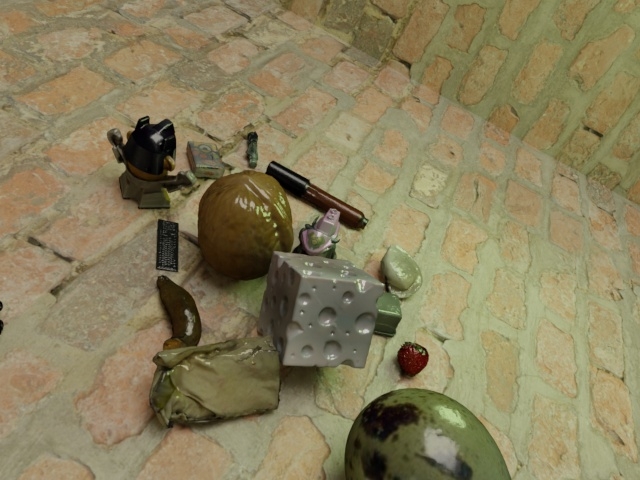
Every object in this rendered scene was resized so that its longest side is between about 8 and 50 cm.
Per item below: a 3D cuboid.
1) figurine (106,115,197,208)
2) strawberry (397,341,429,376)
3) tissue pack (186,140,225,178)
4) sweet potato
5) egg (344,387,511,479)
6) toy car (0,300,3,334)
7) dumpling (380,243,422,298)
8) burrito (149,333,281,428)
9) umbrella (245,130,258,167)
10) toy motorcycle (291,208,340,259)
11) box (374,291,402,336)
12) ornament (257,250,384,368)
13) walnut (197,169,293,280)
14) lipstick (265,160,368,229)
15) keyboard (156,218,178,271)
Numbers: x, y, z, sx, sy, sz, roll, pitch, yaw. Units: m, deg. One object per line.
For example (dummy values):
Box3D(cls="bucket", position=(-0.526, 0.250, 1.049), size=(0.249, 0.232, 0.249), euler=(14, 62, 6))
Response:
Box3D(cls="figurine", position=(-0.515, -0.233, 1.788), size=(0.308, 0.308, 0.143), euler=(20, 44, -10))
Box3D(cls="strawberry", position=(0.272, 0.352, 1.759), size=(0.106, 0.106, 0.106), euler=(16, 40, -14))
Box3D(cls="tissue pack", position=(-0.405, -0.283, 2.080), size=(0.108, 0.060, 0.148), euler=(1, 45, -28))
Box3D(cls="sweet potato", position=(-0.375, 0.192, 1.550), size=(0.112, 0.085, 0.286), euler=(-3, 47, -27))
Box3D(cls="egg", position=(0.249, 0.538, 1.333), size=(0.428, 0.345, 0.345), euler=(44, 41, 14))
Box3D(cls="toy car", position=(-0.804, 0.139, 1.354), size=(0.108, 0.089, 0.210), euler=(-15, 53, -40))
Box3D(cls="dumpling", position=(0.274, 0.108, 2.020), size=(0.150, 0.092, 0.176), euler=(11, 42, -16))
Box3D(cls="burrito", position=(-0.259, 0.328, 1.424), size=(0.331, 0.190, 0.135), euler=(0, 10, -34))
Box3D(cls="umbrella", position=(-0.262, -0.345, 2.251), size=(0.050, 0.046, 0.188), euler=(5, 47, -11))
Box3D(cls="toy motorcycle", position=(0.000, 0.000, 1.903), size=(0.143, 0.188, 0.327), euler=(24, 38, 6))
Box3D(cls="box", position=(0.172, 0.215, 1.841), size=(0.172, 0.093, 0.124), euler=(14, 40, -17))
Box3D(cls="ornament", position=(-0.007, 0.183, 1.589), size=(0.239, 0.239, 0.239), euler=(8, 11, -24))
Box3D(cls="walnut", position=(-0.217, -0.046, 1.715), size=(0.332, 0.333, 0.333), euler=(16, 40, -14))
Box3D(cls="lipstick", position=(-0.013, -0.162, 2.167), size=(0.418, 0.077, 0.077), euler=(30, 38, 1))
Box3D(cls="keyboard", position=(-0.455, 0.012, 1.762), size=(0.067, 0.011, 0.202), euler=(10, 42, -22))
